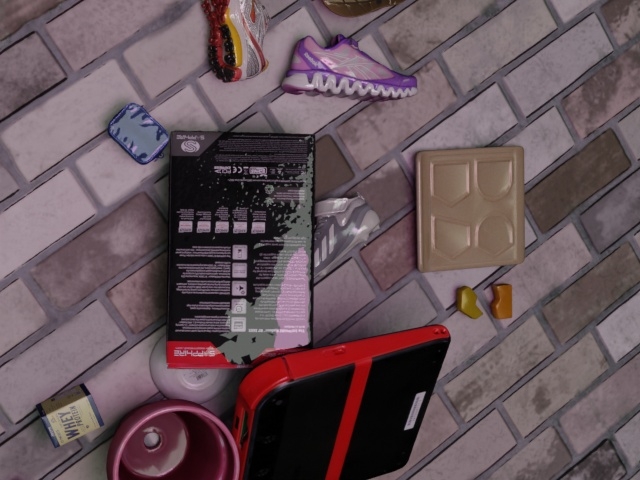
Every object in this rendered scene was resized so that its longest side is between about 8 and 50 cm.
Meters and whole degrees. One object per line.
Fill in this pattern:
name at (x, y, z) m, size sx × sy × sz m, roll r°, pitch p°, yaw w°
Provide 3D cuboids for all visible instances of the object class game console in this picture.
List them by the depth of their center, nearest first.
game console at (0.020, 0.291, 1.955) m, size 0.341 × 0.060 × 0.387 m, roll -13°, pitch 142°, yaw -22°

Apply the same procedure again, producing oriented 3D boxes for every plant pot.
plant pot at (-0.245, 0.338, 1.907) m, size 0.201 × 0.180 × 0.201 m, roll -2°, pitch 97°, yaw -20°

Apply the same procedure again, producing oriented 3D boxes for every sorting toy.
sorting toy at (0.263, -0.009, 2.138) m, size 0.229 × 0.041 × 0.307 m, roll -5°, pitch 98°, yaw -25°

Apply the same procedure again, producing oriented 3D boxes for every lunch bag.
lunch bag at (-0.282, -0.164, 1.895) m, size 0.067 × 0.065 × 0.098 m, roll -45°, pitch 99°, yaw -6°

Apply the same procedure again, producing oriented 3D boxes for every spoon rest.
spoon rest at (-0.147, 0.173, 1.991) m, size 0.276 × 0.084 × 0.137 m, roll -26°, pitch 104°, yaw -2°

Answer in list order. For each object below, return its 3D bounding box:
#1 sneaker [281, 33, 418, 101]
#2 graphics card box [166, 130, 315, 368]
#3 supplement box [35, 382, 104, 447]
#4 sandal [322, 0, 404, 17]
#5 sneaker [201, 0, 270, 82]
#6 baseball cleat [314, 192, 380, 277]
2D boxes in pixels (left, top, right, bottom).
sneaker at (0.054, -0.285, 1.999) m, size 0.236 × 0.095 × 0.105 m, roll 5°, pitch 87°, yaw -20°
graphics card box at (-0.125, 0.015, 1.905) m, size 0.232 × 0.094 × 0.371 m, roll 0°, pitch 88°, yaw -3°
supplement box at (-0.393, 0.273, 1.895) m, size 0.083 × 0.083 × 0.056 m, roll -24°, pitch 103°, yaw -15°
sandal at (0.071, -0.412, 2.014) m, size 0.180 × 0.049 × 0.072 m, roll -16°, pitch 108°, yaw -33°
sneaker at (-0.133, -0.366, 1.930) m, size 0.092 × 0.088 × 0.225 m, roll -11°, pitch 101°, yaw -40°
baseball cleat at (0.000, 0.000, 2.030) m, size 0.206 × 0.072 × 0.109 m, roll -39°, pitch 92°, yaw -14°
